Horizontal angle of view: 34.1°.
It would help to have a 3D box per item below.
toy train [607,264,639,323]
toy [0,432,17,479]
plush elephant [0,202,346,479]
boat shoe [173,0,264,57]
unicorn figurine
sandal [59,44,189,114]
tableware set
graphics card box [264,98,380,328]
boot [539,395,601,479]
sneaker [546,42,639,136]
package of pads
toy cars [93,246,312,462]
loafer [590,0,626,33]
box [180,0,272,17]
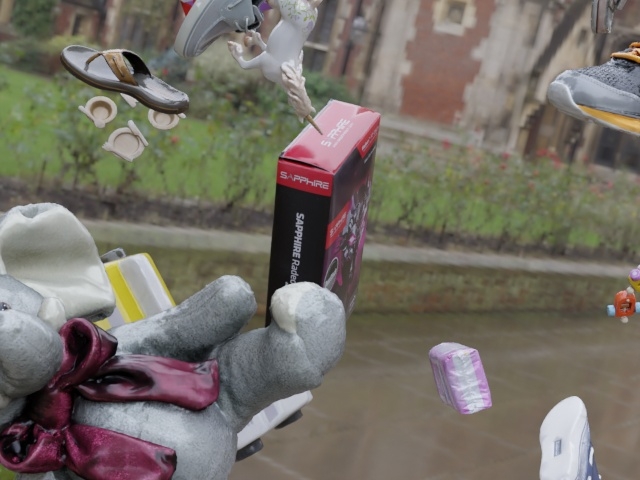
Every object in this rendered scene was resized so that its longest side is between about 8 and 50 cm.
[{"bbox_3d":[0.583,0.082,1.824,0.166,0.125,0.046,-9,44,4],"label":"toy train"},{"bbox_3d":[-0.262,0.188,0.905,0.237,0.056,0.137,36,38,-8],"label":"toy"},{"bbox_3d":[-0.184,0.112,0.769,0.255,0.272,0.330,36,-26,-27],"label":"plush elephant"},{"bbox_3d":[-0.110,-0.331,1.446,0.081,0.227,0.079,42,9,4],"label":"boat shoe"},{"bbox_3d":[-0.039,-0.198,1.077,0.111,0.162,0.060,36,37,30],"label":"unicorn figurine"},{"bbox_3d":[-0.306,-0.267,1.662,0.219,0.060,0.090,26,32,7],"label":"sandal"},{"bbox_3d":[-0.333,-0.224,1.842,0.141,0.168,0.020,44,-26,7],"label":"tableware set"},{"bbox_3d":[0.000,0.000,1.599,0.094,0.371,0.233,15,31,13],"label":"graphics card box"},{"bbox_3d":[0.349,0.302,1.439,0.086,0.069,0.190,51,34,-14],"label":"boot"},{"bbox_3d":[0.262,-0.123,0.767,0.214,0.083,0.084,-6,22,-22],"label":"sneaker"},{"bbox_3d":[0.113,0.111,0.855,0.031,0.050,0.083,-13,-1,-4],"label":"package of pads"},{"bbox_3d":[-0.118,0.105,1.022,0.087,0.177,0.393,-28,-43,27],"label":"toy cars"},{"bbox_3d":[0.274,-0.252,0.959,0.039,0.125,0.045,8,8,18],"label":"loafer"},{"bbox_3d":[-0.114,-0.455,1.614,0.293,0.201,0.057,-5,23,34],"label":"box"}]
